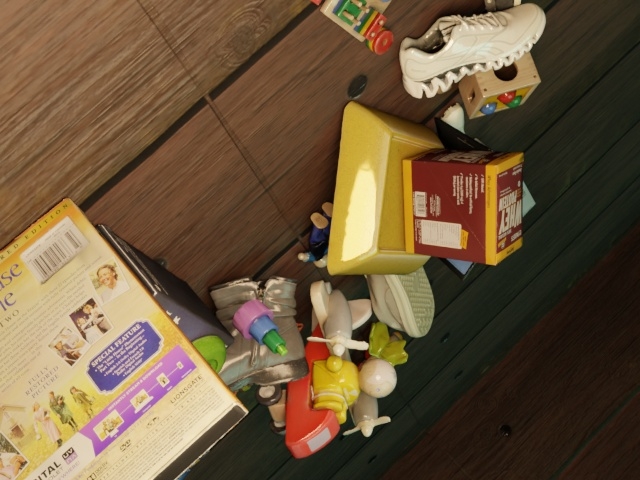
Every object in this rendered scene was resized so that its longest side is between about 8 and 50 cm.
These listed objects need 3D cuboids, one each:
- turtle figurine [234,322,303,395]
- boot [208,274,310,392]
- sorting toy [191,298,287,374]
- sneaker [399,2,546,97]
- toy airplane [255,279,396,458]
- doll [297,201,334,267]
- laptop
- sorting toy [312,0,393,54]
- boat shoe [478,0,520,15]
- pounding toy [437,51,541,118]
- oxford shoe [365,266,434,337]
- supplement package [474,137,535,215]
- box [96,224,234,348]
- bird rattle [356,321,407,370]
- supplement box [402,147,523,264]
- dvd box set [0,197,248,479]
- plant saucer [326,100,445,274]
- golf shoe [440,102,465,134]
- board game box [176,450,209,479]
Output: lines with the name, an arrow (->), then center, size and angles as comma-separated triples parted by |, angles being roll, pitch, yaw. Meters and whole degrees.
turtle figurine -> -0.147, 0.286, 1.736 | 0.269, 0.087, 0.217 | -45, 151, -2
boot -> -0.196, 0.192, 1.478 | 0.338, 0.223, 0.118 | -12, -179, -20
sorting toy -> -0.197, 0.258, 1.227 | 0.365, 0.126, 0.127 | -40, 152, -13
sneaker -> 0.283, -0.377, 1.403 | 0.292, 0.110, 0.118 | -25, 135, 4
toy airplane -> 0.053, 0.280, 1.710 | 0.386, 0.272, 0.385 | 4, 92, -64
doll -> 0.000, 0.000, 1.614 | 0.129, 0.046, 0.189 | -43, 159, -25
laptop -> 0.280, -0.096, 1.615 | 0.136, 0.234, 0.264 | -27, 122, -8
sorting toy -> 0.078, -0.400, 1.218 | 0.132, 0.046, 0.274 | -54, 150, 13
boat shoe -> 0.352, -0.444, 1.515 | 0.079, 0.084, 0.233 | -8, 155, 4
pounding toy -> 0.338, -0.319, 1.543 | 0.206, 0.094, 0.181 | -16, 170, -5
oxford shoe -> 0.154, 0.041, 1.718 | 0.169, 0.130, 0.449 | -51, 135, -40
supplement package -> 0.413, -0.103, 1.927 | 0.204, 0.145, 0.262 | -48, 152, 5
box -> -0.346, 0.178, 1.245 | 0.296, 0.183, 0.294 | -45, 153, -2
bird rattle -> 0.163, 0.361, 2.211 | 0.254, 0.143, 0.207 | -57, 166, 24
supplement box -> 0.277, -0.072, 1.449 | 0.129, 0.194, 0.191 | -25, 116, -50
dvd box set -> -0.341, 0.176, 1.000 | 0.307, 0.420, 0.062 | -42, 154, -9
plant saucer -> 0.153, -0.090, 1.510 | 0.332, 0.081, 0.333 | 3, 94, -54
golf shoe -> 0.314, -0.231, 1.700 | 0.069, 0.086, 0.176 | -33, 147, -19
board game box -> -0.369, 0.534, 1.783 | 0.194, 0.060, 0.194 | -39, 150, -15
